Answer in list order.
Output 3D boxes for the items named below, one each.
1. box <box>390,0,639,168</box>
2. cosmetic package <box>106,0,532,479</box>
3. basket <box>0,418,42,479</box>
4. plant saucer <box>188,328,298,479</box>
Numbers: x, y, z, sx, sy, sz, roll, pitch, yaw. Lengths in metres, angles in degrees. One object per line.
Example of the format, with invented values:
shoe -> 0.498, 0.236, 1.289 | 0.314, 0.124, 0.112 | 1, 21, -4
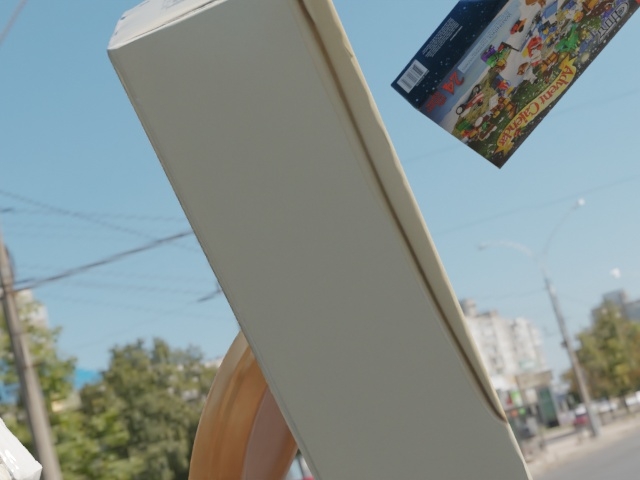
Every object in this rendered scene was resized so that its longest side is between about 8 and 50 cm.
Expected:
box -> 0.186, -0.187, 1.070 | 0.233, 0.044, 0.159 | -50, -38, 11
cosmetic package -> 0.000, 0.000, 0.680 | 0.113, 0.309, 0.160 | -25, 19, 2
basket -> -0.476, 0.222, 0.988 | 0.331, 0.328, 0.266 | -57, -24, 17
plant saucer -> -0.050, 0.153, 1.019 | 0.037, 0.200, 0.200 | 16, -1, 17
